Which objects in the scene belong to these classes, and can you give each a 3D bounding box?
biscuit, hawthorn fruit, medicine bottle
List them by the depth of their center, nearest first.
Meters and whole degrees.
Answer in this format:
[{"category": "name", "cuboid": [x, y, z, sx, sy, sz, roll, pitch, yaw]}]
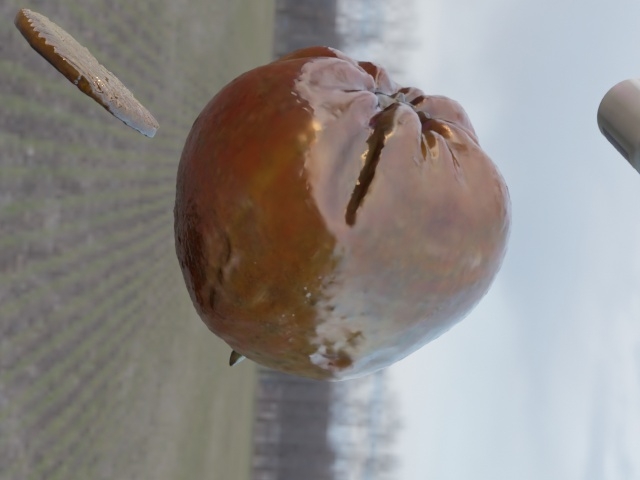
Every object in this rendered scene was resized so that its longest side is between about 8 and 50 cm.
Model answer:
[{"category": "hawthorn fruit", "cuboid": [0.000, 0.000, 1.268, 0.298, 0.277, 0.277, -57, -166, 24]}, {"category": "biscuit", "cuboid": [-0.297, -0.216, 1.985, 0.031, 0.228, 0.176, -50, -168, 8]}, {"category": "medicine bottle", "cuboid": [0.450, -0.139, 2.086, 0.186, 0.103, 0.102, -117, -153, -59]}]
